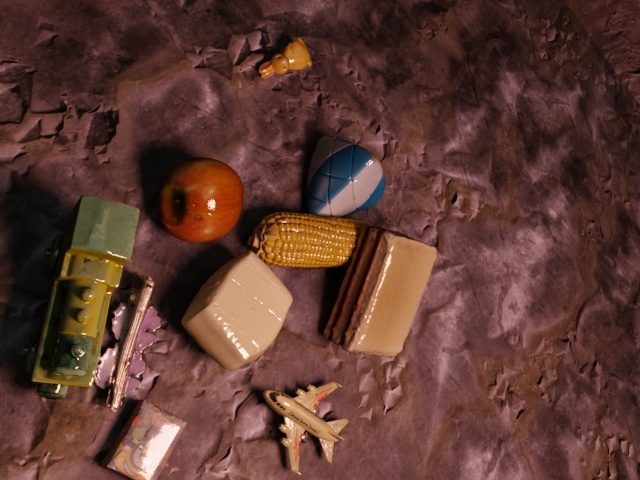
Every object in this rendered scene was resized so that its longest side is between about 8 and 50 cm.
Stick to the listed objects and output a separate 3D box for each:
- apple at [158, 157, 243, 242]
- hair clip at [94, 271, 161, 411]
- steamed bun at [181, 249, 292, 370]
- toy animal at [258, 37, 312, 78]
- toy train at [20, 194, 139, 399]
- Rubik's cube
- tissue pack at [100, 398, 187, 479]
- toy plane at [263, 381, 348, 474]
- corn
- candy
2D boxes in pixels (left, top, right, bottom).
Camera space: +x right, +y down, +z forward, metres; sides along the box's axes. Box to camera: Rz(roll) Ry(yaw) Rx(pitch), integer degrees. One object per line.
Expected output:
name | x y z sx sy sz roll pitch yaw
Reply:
apple | -0.268 -0.094 1.328 0.196 0.196 0.196 9 71 -29
hair clip | -0.399 0.211 1.227 0.106 0.084 0.292 21 71 -30
steamed bun | -0.190 0.162 1.319 0.200 0.154 0.250 48 51 -14
toy animal | -0.102 -0.494 1.621 0.159 0.070 0.083 -37 98 -29
toy train | -0.463 0.117 1.116 0.150 0.237 0.369 15 69 -29
Rubik's cube | 0.073 -0.204 1.548 0.254 0.254 0.254 9 71 -29
tissue pack | -0.360 0.418 1.196 0.108 0.060 0.148 37 61 -19
toy plane | -0.043 0.419 1.372 0.244 0.092 0.229 36 62 -17
corn | 0.000 0.000 1.492 0.387 0.144 0.144 -1 77 -32
candy | 0.155 0.131 1.474 0.179 0.135 0.321 19 93 -39
